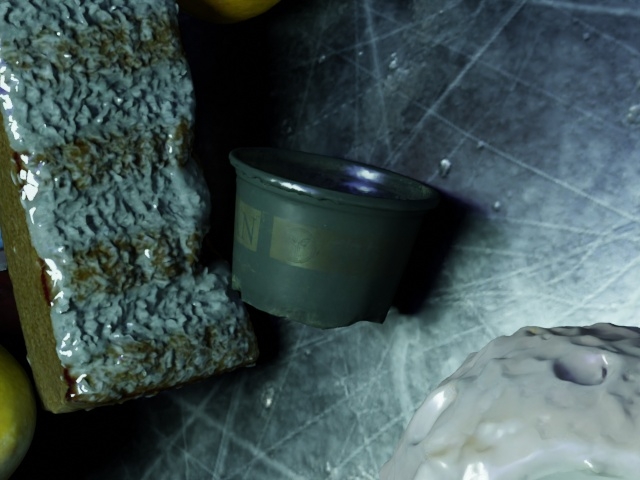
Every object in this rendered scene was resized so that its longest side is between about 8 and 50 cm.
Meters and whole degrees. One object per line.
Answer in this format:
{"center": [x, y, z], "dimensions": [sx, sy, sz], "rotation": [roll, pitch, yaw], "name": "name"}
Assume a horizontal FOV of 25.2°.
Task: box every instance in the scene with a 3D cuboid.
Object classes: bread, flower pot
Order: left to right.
{"center": [-0.173, -0.086, 1.081], "dimensions": [0.113, 0.165, 0.417], "rotation": [-5, 100, 56], "name": "bread"}
{"center": [0.000, 0.000, 1.044], "dimensions": [0.157, 0.157, 0.107], "rotation": [21, 103, 35], "name": "flower pot"}

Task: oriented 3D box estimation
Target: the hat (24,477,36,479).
{"center": [-0.264, 0.262, 1.215], "dimensions": [0.050, 0.121, 0.121], "rotation": [33, 102, -3], "name": "hat"}

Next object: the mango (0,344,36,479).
{"center": [-0.354, 0.185, 1.181], "dimensions": [0.384, 0.199, 0.222], "rotation": [-31, 35, 47], "name": "mango"}

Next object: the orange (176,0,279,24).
{"center": [-0.081, -0.251, 1.151], "dimensions": [0.156, 0.134, 0.157], "rotation": [34, 144, 29], "name": "orange"}

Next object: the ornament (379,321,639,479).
{"center": [0.158, 0.174, 0.841], "dimensions": [0.259, 0.225, 0.260], "rotation": [1, 92, 14], "name": "ornament"}

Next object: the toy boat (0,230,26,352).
{"center": [-0.266, 0.010, 1.242], "dimensions": [0.309, 0.129, 0.142], "rotation": [-21, 40, 30], "name": "toy boat"}
